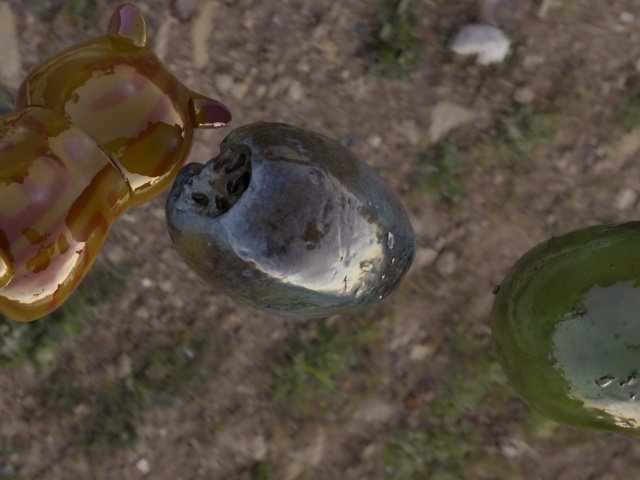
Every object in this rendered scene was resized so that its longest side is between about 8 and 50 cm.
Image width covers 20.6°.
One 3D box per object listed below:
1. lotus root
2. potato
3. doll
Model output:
[{"bbox_3d":[0.000,0.000,1.502,0.158,0.140,0.322,-39,149,18],"label":"lotus root"},{"bbox_3d":[0.320,0.083,1.723,0.304,0.216,0.215,-10,117,11],"label":"potato"},{"bbox_3d":[-0.221,-0.057,1.480,0.166,0.162,0.269,53,59,-30],"label":"doll"}]
